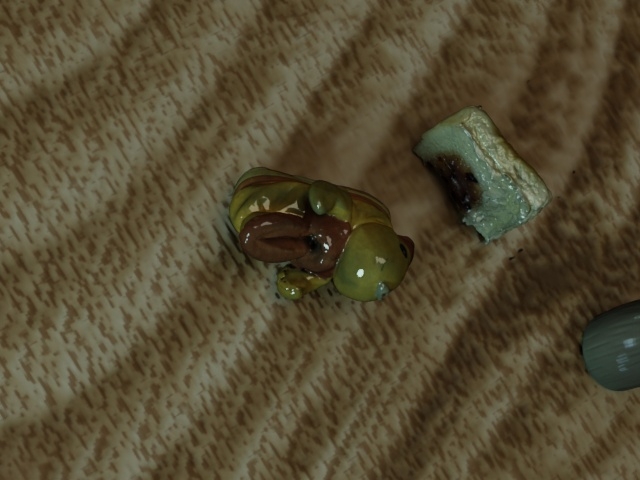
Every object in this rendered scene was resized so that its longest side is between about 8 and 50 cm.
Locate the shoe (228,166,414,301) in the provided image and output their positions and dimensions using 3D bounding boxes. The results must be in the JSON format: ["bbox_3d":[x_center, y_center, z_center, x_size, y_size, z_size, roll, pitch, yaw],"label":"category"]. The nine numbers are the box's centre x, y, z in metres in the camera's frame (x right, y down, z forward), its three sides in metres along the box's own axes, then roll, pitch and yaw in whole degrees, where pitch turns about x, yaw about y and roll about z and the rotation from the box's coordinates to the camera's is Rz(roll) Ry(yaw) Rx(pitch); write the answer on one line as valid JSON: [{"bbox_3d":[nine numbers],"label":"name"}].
[{"bbox_3d":[-0.003,0.001,1.173,0.109,0.072,0.069,36,25,-17],"label":"shoe"}]

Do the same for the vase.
[{"bbox_3d":[0.209,0.059,1.233,0.053,0.101,0.053,7,73,-24],"label":"vase"}]

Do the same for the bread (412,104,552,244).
[{"bbox_3d":[0.100,-0.041,1.229,0.035,0.070,0.083,-38,94,-28],"label":"bread"}]
